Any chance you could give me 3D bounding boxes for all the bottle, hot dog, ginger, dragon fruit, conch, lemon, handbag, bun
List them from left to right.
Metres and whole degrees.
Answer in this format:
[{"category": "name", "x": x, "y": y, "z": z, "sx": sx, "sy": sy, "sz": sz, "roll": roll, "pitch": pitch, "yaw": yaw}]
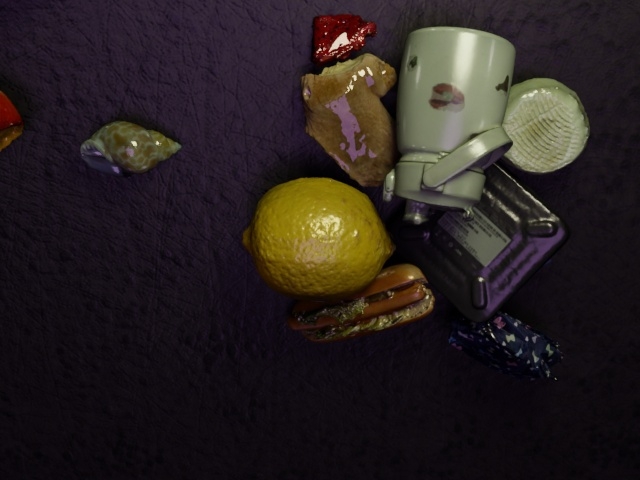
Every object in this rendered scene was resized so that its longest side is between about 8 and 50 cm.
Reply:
[{"category": "conch", "x": -0.383, "y": -0.182, "z": 1.523, "sx": 0.173, "sy": 0.105, "sz": 0.116, "roll": -5, "pitch": 134, "yaw": 18}, {"category": "lemon", "x": 0.000, "y": 0.000, "z": 1.539, "sx": 0.311, "sy": 0.253, "sz": 0.253, "roll": 5, "pitch": 112, "yaw": -6}, {"category": "dragon fruit", "x": 0.045, "y": -0.380, "z": 1.482, "sx": 0.132, "sy": 0.063, "sz": 0.097, "roll": -4, "pitch": 113, "yaw": -2}, {"category": "hot dog", "x": 0.076, "y": 0.148, "z": 1.644, "sx": 0.338, "sy": 0.100, "sz": 0.135, "roll": -17, "pitch": 116, "yaw": 25}, {"category": "ginger", "x": 0.080, "y": -0.240, "z": 1.510, "sx": 0.276, "sy": 0.130, "sz": 0.221, "roll": 31, "pitch": 99, "yaw": -20}, {"category": "bottle", "x": 0.242, "y": -0.197, "z": 1.428, "sx": 0.229, "sy": 0.229, "sz": 0.351, "roll": 8, "pitch": 89, "yaw": -7}, {"category": "handbag", "x": 0.404, "y": 0.229, "z": 1.698, "sx": 0.260, "sy": 0.162, "sz": 0.113, "roll": 28, "pitch": 66, "yaw": -25}, {"category": "bun", "x": 0.432, "y": -0.228, "z": 1.538, "sx": 0.196, "sy": 0.118, "sz": 0.195, "roll": 1, "pitch": 111, "yaw": 3}]

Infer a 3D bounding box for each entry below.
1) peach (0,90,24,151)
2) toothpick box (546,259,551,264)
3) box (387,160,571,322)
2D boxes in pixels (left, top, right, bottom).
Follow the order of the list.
[{"category": "peach", "x": -0.674, "y": -0.205, "z": 1.451, "sx": 0.226, "sy": 0.196, "sz": 0.189, "roll": 8, "pitch": 145, "yaw": -4}, {"category": "toothpick box", "x": 0.401, "y": 0.042, "z": 1.657, "sx": 0.153, "sy": 0.101, "sz": 0.101, "roll": -31, "pitch": 111, "yaw": 8}, {"category": "box", "x": 0.315, "y": -0.017, "z": 1.584, "sx": 0.290, "sy": 0.073, "sz": 0.289, "roll": 45, "pitch": 105, "yaw": 13}]
